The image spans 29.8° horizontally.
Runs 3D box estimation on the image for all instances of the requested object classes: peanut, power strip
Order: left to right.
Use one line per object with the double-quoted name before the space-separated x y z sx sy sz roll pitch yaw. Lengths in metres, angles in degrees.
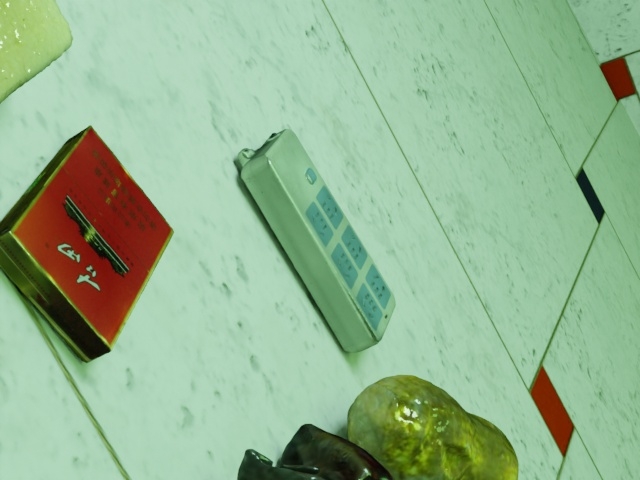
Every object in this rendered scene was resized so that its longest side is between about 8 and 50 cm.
"power strip" 0.000 0.000 0.960 0.192 0.035 0.081 59 25 -13
"peanut" 0.086 0.160 0.920 0.206 0.087 0.087 37 36 -50

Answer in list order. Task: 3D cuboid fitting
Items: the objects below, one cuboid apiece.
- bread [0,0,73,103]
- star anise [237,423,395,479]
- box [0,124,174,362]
"bread" -0.209 -0.109 0.610 0.125 0.068 0.188 56 25 -18
"star anise" 0.046 0.231 0.740 0.283 0.129 0.212 46 23 -18
"box" -0.136 -0.001 0.707 0.090 0.023 0.133 53 26 -19
